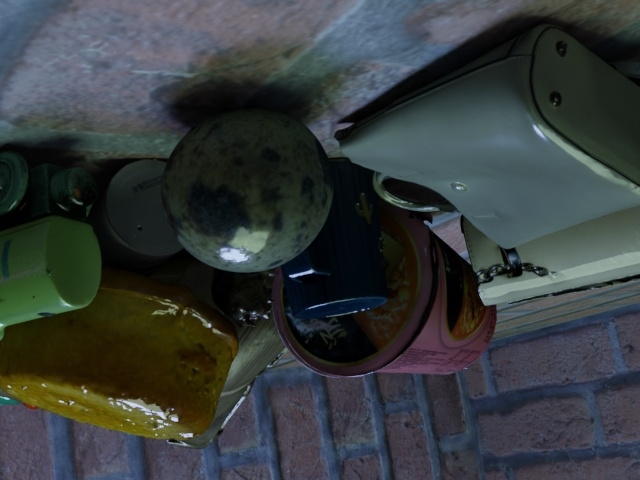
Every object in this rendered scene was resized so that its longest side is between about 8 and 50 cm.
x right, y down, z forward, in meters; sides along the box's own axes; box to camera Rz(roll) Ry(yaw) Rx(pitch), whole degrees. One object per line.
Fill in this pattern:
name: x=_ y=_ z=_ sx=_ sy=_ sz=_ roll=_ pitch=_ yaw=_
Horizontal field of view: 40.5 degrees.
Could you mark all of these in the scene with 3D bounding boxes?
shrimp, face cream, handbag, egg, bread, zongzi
shrimp: x=-0.082 y=0.021 z=0.924 sx=0.052 sy=0.144 sz=0.251 roll=9 pitch=-170 yaw=-20
face cream: x=-0.204 y=-0.005 z=0.919 sx=0.095 sy=0.096 sz=0.214 roll=-3 pitch=166 yaw=-28
handbag: x=0.375 y=-0.023 z=1.099 sx=0.358 sy=0.160 sz=0.236 roll=-14 pitch=-178 yaw=19
egg: x=-0.058 y=-0.046 z=0.757 sx=0.141 sy=0.141 sz=0.181 roll=-16 pitch=-176 yaw=26
bread: x=-0.214 y=0.115 z=0.897 sx=0.268 sy=0.146 sz=0.268 roll=11 pitch=157 yaw=5
handbag: x=0.152 y=-0.062 z=0.812 sx=0.241 sy=0.109 sz=0.315 roll=28 pitch=149 yaw=-25
zongzi: x=-0.244 y=0.052 z=1.167 sx=0.499 sy=0.218 sz=0.467 roll=22 pitch=117 yaw=-36

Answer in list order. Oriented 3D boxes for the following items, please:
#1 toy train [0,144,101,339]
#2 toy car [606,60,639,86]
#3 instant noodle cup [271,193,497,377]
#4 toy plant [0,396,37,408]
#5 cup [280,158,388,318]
toy train: x=-0.306 y=0.017 z=0.799 sx=0.253 sy=0.157 sz=0.105 roll=-14 pitch=164 yaw=27
toy car: x=0.253 y=-0.111 z=0.839 sx=0.095 sy=0.056 sz=0.205 roll=36 pitch=143 yaw=-21
instant noodle cup: x=0.104 y=0.077 z=1.130 sx=0.243 sy=0.244 sz=0.255 roll=-17 pitch=157 yaw=31
toy plant: x=-0.573 y=0.181 z=1.253 sx=0.279 sy=0.186 sz=0.400 roll=-3 pitch=-173 yaw=6
cup: x=0.000 y=0.000 z=0.954 sx=0.131 sy=0.155 sz=0.176 roll=-17 pitch=167 yaw=26
